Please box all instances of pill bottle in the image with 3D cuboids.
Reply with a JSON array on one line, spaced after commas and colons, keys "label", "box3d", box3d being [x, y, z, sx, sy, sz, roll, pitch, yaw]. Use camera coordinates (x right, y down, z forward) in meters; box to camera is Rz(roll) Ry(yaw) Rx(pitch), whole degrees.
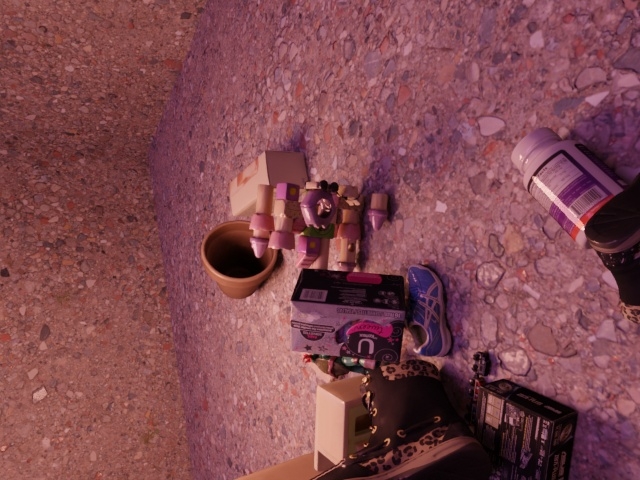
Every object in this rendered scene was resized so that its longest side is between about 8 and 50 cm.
[{"label": "pill bottle", "box3d": [0.396, -0.090, 0.734, 0.108, 0.108, 0.193, -59, 45, 38]}]

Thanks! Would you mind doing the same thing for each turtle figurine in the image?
[{"label": "turtle figurine", "box3d": [0.051, 0.293, 1.181, 0.234, 0.175, 0.118, 9, 71, 29]}]

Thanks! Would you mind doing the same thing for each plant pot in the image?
[{"label": "plant pot", "box3d": [-0.291, 0.095, 1.679, 0.229, 0.263, 0.263, 102, 148, -52]}]

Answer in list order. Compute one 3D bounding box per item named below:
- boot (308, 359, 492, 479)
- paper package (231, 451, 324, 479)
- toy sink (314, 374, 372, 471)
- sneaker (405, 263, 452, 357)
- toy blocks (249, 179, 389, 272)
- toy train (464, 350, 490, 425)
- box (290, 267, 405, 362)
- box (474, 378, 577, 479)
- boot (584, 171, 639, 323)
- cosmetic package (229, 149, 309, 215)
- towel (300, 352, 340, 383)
[{"label": "boot", "box3d": [0.115, 0.402, 0.930, 0.138, 0.377, 0.284, 60, -170, -21]}, {"label": "paper package", "box3d": [-0.105, 0.816, 1.317, 0.309, 0.325, 0.168, 54, 134, 39]}, {"label": "toy sink", "box3d": [0.083, 0.488, 1.182, 0.131, 0.152, 0.234, 10, 98, 55]}, {"label": "sneaker", "box3d": [0.227, 0.152, 1.017, 0.080, 0.081, 0.211, -35, 61, 53]}, {"label": "toy blocks", "box3d": [0.000, 0.000, 1.171, 0.309, 0.288, 0.260, 6, 90, 54]}, {"label": "toy train", "box3d": [0.320, 0.303, 0.936, 0.036, 0.027, 0.158, 13, 102, 44]}, {"label": "box", "box3d": [0.064, 0.169, 1.063, 0.163, 0.247, 0.142, -72, -16, -64]}, {"label": "box", "box3d": [0.358, 0.366, 0.832, 0.147, 0.077, 0.180, 13, 102, 55]}, {"label": "boot", "box3d": [0.478, -0.011, 0.624, 0.178, 0.236, 0.085, 55, 178, -26]}, {"label": "cosmetic package", "box3d": [-0.179, -0.183, 1.550, 0.296, 0.153, 0.129, -23, 73, 53]}, {"label": "towel", "box3d": [0.021, 0.262, 1.361, 0.187, 0.049, 0.282, 35, 119, 48]}]
